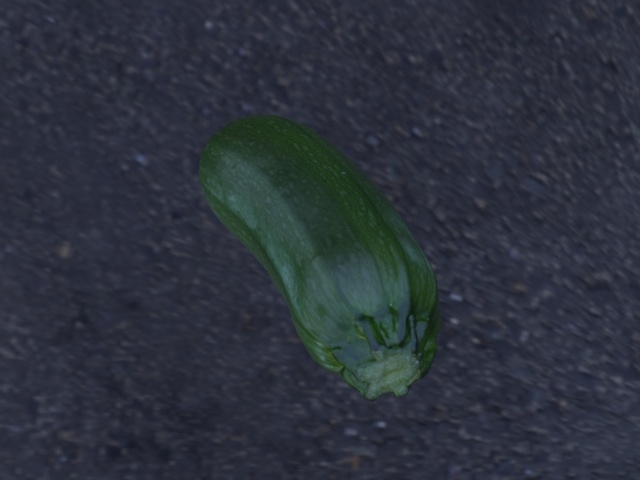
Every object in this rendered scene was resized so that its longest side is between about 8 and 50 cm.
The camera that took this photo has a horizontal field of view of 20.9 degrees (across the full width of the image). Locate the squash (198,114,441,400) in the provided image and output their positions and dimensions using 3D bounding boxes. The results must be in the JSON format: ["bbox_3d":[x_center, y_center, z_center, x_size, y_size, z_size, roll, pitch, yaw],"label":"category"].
[{"bbox_3d":[0.000,0.000,0.868,0.077,0.068,0.219,-25,41,-7],"label":"squash"}]
